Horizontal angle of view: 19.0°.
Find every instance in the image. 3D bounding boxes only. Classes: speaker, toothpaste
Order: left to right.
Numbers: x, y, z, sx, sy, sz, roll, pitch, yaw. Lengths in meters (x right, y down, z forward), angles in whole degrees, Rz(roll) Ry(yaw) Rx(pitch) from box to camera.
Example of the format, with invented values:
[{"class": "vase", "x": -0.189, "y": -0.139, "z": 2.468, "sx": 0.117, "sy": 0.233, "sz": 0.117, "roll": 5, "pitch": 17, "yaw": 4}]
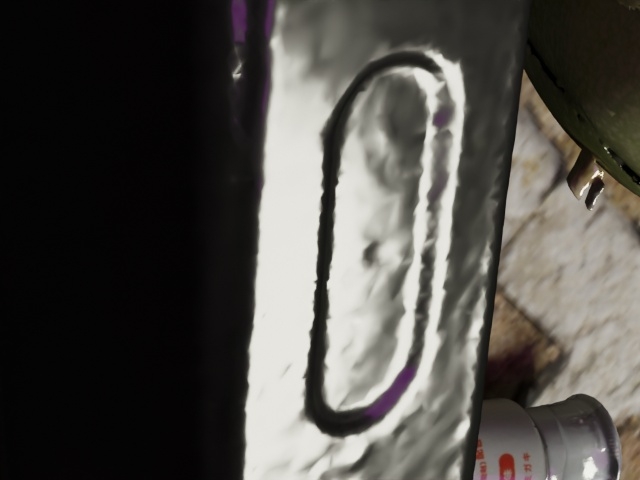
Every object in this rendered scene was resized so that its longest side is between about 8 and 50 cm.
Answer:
[{"class": "speaker", "x": 0.000, "y": 0.000, "z": 0.625, "sx": 0.180, "sy": 0.184, "sz": 0.388, "roll": -19, "pitch": 127, "yaw": -30}, {"class": "toothpaste", "x": 0.020, "y": 0.106, "z": 0.822, "sx": 0.234, "sy": 0.057, "sz": 0.089, "roll": -6, "pitch": 116, "yaw": -27}]

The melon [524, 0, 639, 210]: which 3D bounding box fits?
[{"class": "melon", "x": 0.209, "y": -0.127, "z": 0.655, "sx": 0.330, "sy": 0.268, "sz": 0.268, "roll": -40, "pitch": 137, "yaw": -5}]
